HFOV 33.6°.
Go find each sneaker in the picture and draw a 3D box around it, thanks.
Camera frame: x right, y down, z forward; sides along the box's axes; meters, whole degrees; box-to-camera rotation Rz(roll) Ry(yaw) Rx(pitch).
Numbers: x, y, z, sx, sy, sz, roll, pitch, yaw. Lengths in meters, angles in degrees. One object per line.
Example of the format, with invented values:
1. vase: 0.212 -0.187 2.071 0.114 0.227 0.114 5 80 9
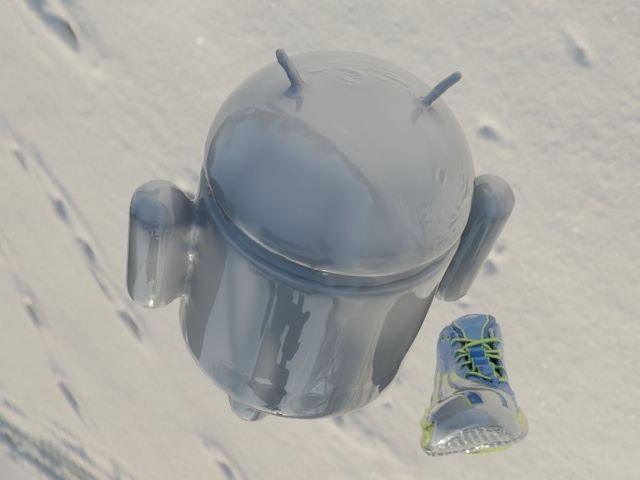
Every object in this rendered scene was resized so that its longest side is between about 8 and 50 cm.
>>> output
1. sneaker: 0.125 0.122 0.928 0.240 0.091 0.126 62 -160 -75

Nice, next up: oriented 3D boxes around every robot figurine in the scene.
1. robot figurine: 0.000 0.000 0.822 0.353 0.300 0.200 106 152 -46
